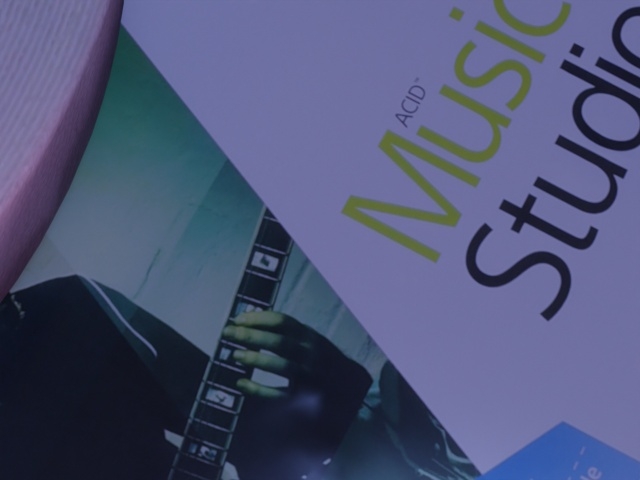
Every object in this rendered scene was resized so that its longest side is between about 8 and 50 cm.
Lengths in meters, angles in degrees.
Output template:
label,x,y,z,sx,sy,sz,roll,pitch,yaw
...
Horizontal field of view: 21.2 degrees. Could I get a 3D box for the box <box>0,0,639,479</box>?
label,x,y,z,sx,sy,sz,roll,pitch,yaw
box,0.000,0.000,0.480,0.322,0.058,0.232,27,69,4

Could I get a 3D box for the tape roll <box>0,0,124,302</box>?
label,x,y,z,sx,sy,sz,roll,pitch,yaw
tape roll,-0.236,-0.097,0.413,0.391,0.072,0.392,3,70,-8
